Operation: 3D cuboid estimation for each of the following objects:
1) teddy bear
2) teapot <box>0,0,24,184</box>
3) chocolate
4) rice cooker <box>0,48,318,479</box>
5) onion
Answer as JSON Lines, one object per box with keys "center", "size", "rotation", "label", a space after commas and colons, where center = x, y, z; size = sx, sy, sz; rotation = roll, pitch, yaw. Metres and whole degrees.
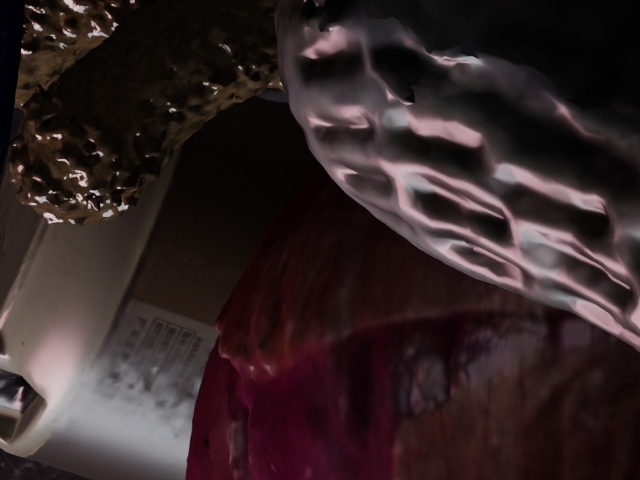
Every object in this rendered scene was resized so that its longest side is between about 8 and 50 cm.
{"center": [-0.013, -0.085, 0.693], "size": [0.251, 0.129, 0.182], "rotation": [-8, -137, -23], "label": "teddy bear"}
{"center": [-0.204, -0.075, 0.378], "size": [0.280, 0.252, 0.424], "rotation": [59, -172, -37], "label": "teapot"}
{"center": [0.092, -0.011, 0.372], "size": [0.248, 0.110, 0.110], "rotation": [33, -168, 37], "label": "chocolate"}
{"center": [0.000, 0.000, 0.946], "size": [0.325, 0.335, 0.335], "rotation": [21, -173, -16], "label": "rice cooker"}
{"center": [0.104, 0.134, 0.554], "size": [0.348, 0.385, 0.348], "rotation": [14, 148, 9], "label": "onion"}
